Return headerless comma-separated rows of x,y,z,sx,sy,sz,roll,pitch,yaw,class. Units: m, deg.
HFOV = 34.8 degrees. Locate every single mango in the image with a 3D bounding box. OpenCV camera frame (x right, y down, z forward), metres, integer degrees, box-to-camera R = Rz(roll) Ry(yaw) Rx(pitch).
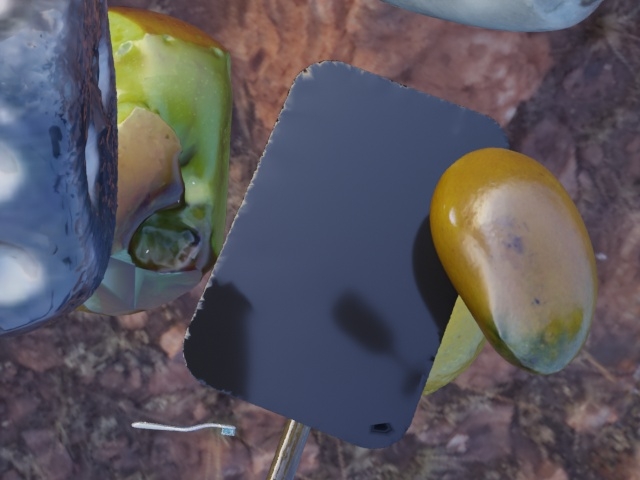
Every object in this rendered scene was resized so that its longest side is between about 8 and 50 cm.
0.188,0.016,0.963,0.152,0.221,0.120,-16,164,-37,mango

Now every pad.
-0.001,-0.001,1.080,0.315,0.063,0.375,22,78,4,pad

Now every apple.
-0.257,-0.097,1.291,0.384,0.374,0.374,-42,132,19,apple

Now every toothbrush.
-0.208,0.282,1.550,0.162,0.014,0.017,3,84,9,toothbrush

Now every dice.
-0.202,-0.065,0.528,0.182,0.183,0.181,-3,133,-4,dice

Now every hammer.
-0.004,0.167,1.404,0.111,0.043,0.365,22,74,-10,hammer

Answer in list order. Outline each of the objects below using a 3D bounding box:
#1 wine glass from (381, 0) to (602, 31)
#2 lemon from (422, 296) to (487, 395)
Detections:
0.104,-0.116,0.428,0.074,0.262,0.074,-11,111,-32,wine glass
0.141,0.109,1.855,0.350,0.350,0.387,39,82,-40,lemon
